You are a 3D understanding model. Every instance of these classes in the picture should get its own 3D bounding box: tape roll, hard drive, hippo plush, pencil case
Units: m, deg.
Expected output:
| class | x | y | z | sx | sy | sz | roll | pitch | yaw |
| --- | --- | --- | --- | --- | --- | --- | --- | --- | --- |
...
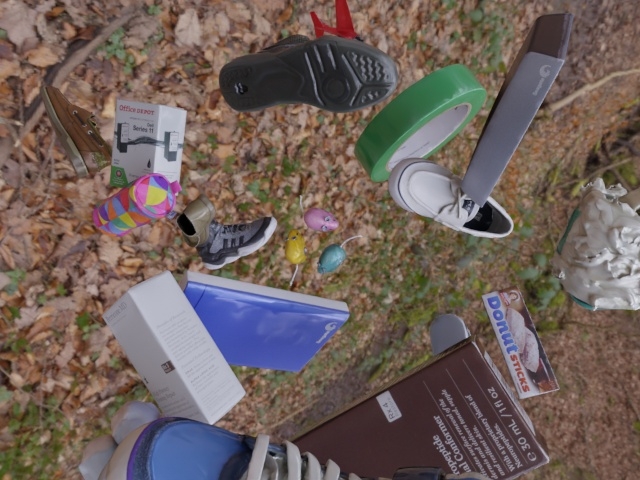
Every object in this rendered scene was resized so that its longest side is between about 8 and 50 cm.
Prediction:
| class | x | y | z | sx | sy | sz | roll | pitch | yaw |
| --- | --- | --- | --- | --- | --- | --- | --- | --- | --- |
| tape roll | 0.230 | -0.264 | 1.105 | 0.321 | 0.077 | 0.321 | -32 | 169 | -7 |
| hard drive | -0.132 | 0.165 | 0.887 | 0.318 | 0.040 | 0.210 | 16 | 128 | -30 |
| hippo plush | -0.290 | 0.420 | 0.742 | 0.236 | 0.234 | 0.294 | 140 | -65 | -85 |
| pencil case | -0.402 | -0.073 | 1.026 | 0.104 | 0.236 | 0.105 | 15 | 70 | -45 |
| hard drive | 0.285 | -0.190 | 0.707 | 0.255 | 0.054 | 0.172 | 101 | 16 | -50 |

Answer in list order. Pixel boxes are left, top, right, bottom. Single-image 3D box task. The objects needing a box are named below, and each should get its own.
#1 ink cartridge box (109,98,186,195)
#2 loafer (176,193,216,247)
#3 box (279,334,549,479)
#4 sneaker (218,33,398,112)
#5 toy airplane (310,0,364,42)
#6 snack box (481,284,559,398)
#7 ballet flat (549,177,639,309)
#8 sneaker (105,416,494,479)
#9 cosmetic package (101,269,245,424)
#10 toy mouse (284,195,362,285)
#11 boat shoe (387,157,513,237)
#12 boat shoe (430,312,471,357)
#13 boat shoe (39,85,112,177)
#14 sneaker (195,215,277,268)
| class | x | y | z | sx | sy | sz | roll | pitch | yaw |
| --- | --- | --- | --- | --- | --- | --- | --- | --- | --- |
| ink cartridge box | -0.411 | -0.221 | 1.123 | 0.087 | 0.153 | 0.209 | -9 | 110 | -61 |
| loafer | -0.219 | -0.028 | 0.804 | 0.050 | 0.056 | 0.148 | -33 | 168 | -33 |
| box | 0.133 | 0.326 | 0.757 | 0.381 | 0.191 | 0.143 | -35 | 164 | 14 |
| sneaker | -0.003 | -0.215 | 0.589 | 0.130 | 0.227 | 0.087 | -52 | 136 | -44 |
| toy airplane | 0.031 | -0.426 | 0.957 | 0.028 | 0.151 | 0.151 | -44 | 145 | -14 |
| snack box | 0.335 | 0.170 | 0.801 | 0.022 | 0.064 | 0.178 | 44 | 29 | -66 |
| ballet flat | 0.422 | -0.015 | 0.409 | 0.147 | 0.408 | 0.147 | -6 | 90 | -82 |
| sneaker | 0.026 | 0.207 | 0.363 | 0.236 | 0.323 | 0.130 | -41 | -167 | 26 |
| cosmetic package | -0.229 | 0.176 | 0.734 | 0.117 | 0.231 | 0.085 | -34 | 180 | 40 |
| toy mouse | 0.000 | 0.000 | 0.815 | 0.031 | 0.143 | 0.161 | -12 | 99 | -68 |
| boat shoe | 0.234 | -0.063 | 0.818 | 0.267 | 0.088 | 0.096 | 26 | 92 | -34 |
| boat shoe | 0.303 | 0.321 | 1.054 | 0.105 | 0.113 | 0.306 | 26 | 54 | -53 |
| boat shoe | -0.637 | -0.293 | 1.239 | 0.104 | 0.307 | 0.111 | -25 | 160 | -24 |
| sneaker | -0.267 | -0.026 | 1.363 | 0.153 | 0.268 | 0.101 | 52 | 21 | -30 |
